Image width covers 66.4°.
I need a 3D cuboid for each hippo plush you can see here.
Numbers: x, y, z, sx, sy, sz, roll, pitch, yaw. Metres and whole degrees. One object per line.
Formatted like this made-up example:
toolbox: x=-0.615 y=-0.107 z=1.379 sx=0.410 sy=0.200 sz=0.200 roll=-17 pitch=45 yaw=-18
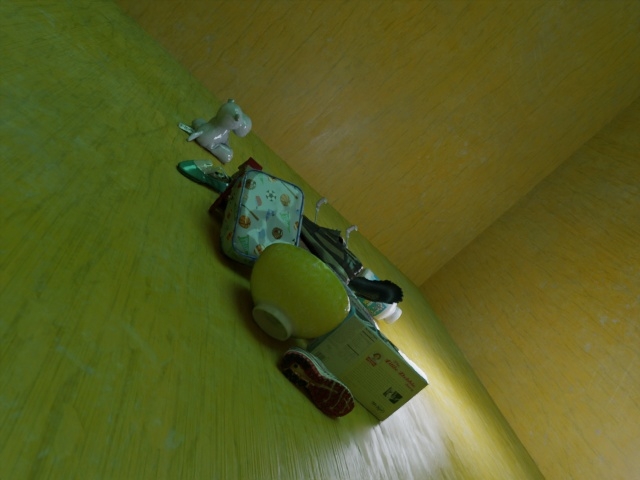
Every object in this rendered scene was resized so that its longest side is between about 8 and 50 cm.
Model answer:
hippo plush: x=-0.445 y=-0.519 z=2.157 sx=0.294 sy=0.236 sz=0.234 roll=31 pitch=19 yaw=-54

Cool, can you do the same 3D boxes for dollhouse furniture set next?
dollhouse furniture set: x=-0.224 y=-0.166 z=1.736 sx=0.201 sy=0.152 sz=0.374 roll=43 pitch=29 yaw=-17

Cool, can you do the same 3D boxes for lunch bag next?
lunch bag: x=-0.167 y=-0.048 z=1.485 sx=0.243 sy=0.115 sz=0.304 roll=21 pitch=66 yaw=-30

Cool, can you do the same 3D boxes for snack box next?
snack box: x=0.138 y=0.360 z=1.412 sx=0.322 sy=0.187 sz=0.060 roll=45 pitch=12 yaw=-13

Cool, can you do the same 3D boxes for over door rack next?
over door rack: x=0.030 y=0.009 z=2.185 sx=0.239 sy=0.108 sz=0.324 roll=40 pitch=49 yaw=-29

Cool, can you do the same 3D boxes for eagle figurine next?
eagle figurine: x=0.131 y=0.218 z=1.840 sx=0.298 sy=0.226 sz=0.225 roll=32 pitch=47 yaw=6

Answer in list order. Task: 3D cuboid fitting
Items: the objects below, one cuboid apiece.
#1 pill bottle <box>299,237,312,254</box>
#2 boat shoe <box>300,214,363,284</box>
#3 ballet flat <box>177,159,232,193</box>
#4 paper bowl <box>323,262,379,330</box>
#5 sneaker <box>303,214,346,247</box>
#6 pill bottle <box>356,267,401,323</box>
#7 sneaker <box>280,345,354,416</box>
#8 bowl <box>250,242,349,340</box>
pill bottle: x=-0.083 y=0.076 z=1.743 sx=0.121 sy=0.121 sz=0.216 roll=31 pitch=19 yaw=-54
boat shoe: x=0.028 y=0.026 z=1.793 sx=0.355 sy=0.130 sz=0.132 roll=51 pitch=-20 yaw=32
ballet flat: x=-0.404 y=-0.246 z=1.757 sx=0.083 sy=0.087 sz=0.247 roll=54 pitch=13 yaw=29
paper bowl: x=0.045 y=0.223 z=1.546 sx=0.284 sy=0.148 sz=0.284 roll=51 pitch=-5 yaw=6
sneaker: x=0.000 y=0.000 z=2.311 sx=0.321 sy=0.126 sz=0.127 roll=30 pitch=12 yaw=-22
pill bottle: x=0.255 y=0.265 z=2.268 sx=0.264 sy=0.146 sz=0.146 roll=45 pitch=11 yaw=-6
sneaker: x=0.001 y=0.345 z=1.221 sx=0.225 sy=0.088 sz=0.093 roll=46 pitch=10 yaw=-4
bowl: x=-0.085 y=0.165 z=1.268 sx=0.289 sy=0.289 sz=0.156 roll=46 pitch=55 yaw=-6
